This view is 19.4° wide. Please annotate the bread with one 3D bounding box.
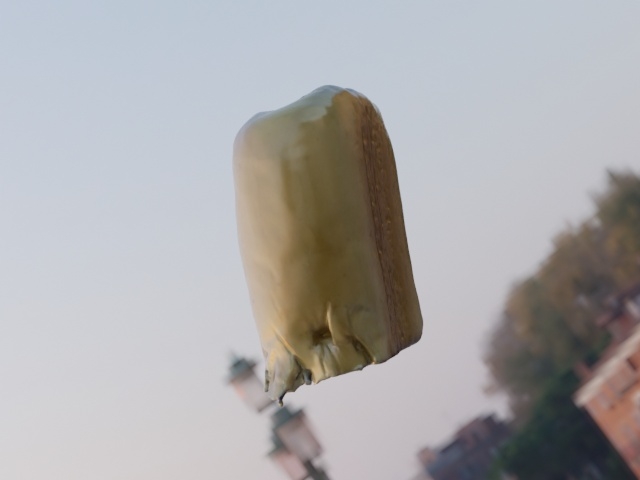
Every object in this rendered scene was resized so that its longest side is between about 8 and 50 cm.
[{"bbox_3d":[-0.001,0.000,1.078,0.085,0.173,0.134,-8,2,19],"label":"bread"}]
